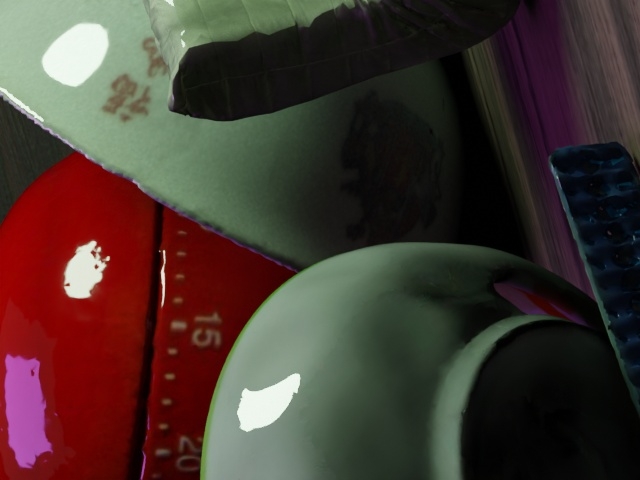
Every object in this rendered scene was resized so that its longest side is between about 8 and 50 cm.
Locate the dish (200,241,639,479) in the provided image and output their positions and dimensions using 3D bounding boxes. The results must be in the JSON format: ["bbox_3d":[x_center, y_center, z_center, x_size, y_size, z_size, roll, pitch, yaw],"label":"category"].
[{"bbox_3d":[0.106,0.136,0.959,0.124,0.324,0.324,-29,75,45],"label":"dish"}]

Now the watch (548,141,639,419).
[{"bbox_3d":[0.180,0.088,0.883,0.276,0.068,0.274,-147,39,-84],"label":"watch"}]

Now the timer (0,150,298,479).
[{"bbox_3d":[-0.148,0.100,1.624,0.378,0.279,0.378,-175,90,-81],"label":"timer"}]

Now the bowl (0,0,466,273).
[{"bbox_3d":[-0.042,-0.138,1.430,0.196,0.435,0.435,-61,17,10],"label":"bowl"}]

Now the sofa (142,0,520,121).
[{"bbox_3d":[-0.012,-0.206,1.115,0.176,0.225,0.210,74,179,-56],"label":"sofa"}]
